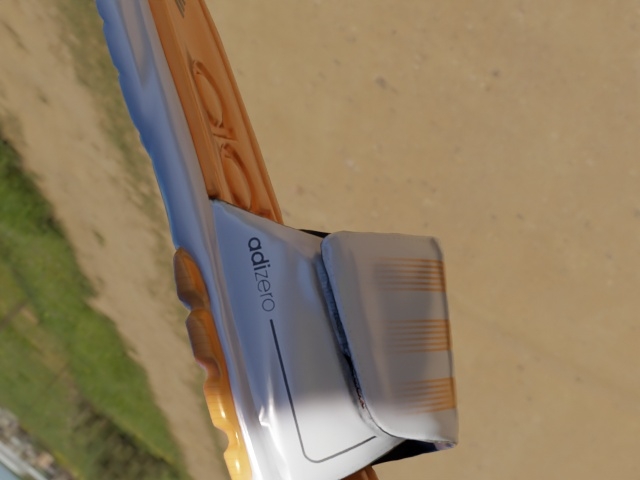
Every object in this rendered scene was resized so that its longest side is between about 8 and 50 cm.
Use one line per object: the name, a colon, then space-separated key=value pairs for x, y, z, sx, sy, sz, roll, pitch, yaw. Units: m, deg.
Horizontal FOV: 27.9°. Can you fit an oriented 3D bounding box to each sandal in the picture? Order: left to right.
sandal: x=-0.003 y=-0.001 z=0.423 sx=0.102 sy=0.076 sz=0.265 roll=-6 pitch=-103 yaw=-77
